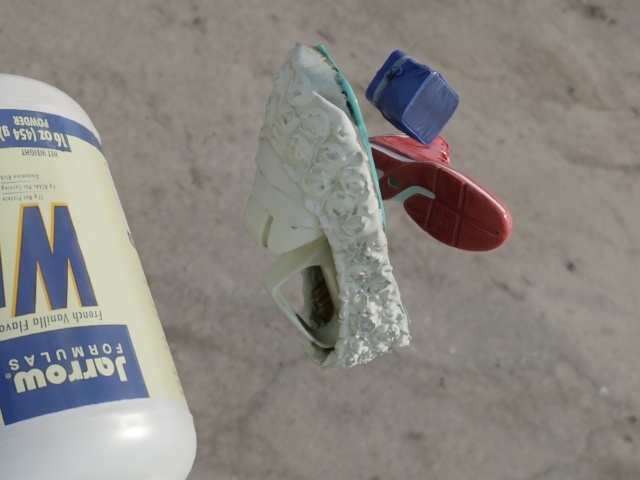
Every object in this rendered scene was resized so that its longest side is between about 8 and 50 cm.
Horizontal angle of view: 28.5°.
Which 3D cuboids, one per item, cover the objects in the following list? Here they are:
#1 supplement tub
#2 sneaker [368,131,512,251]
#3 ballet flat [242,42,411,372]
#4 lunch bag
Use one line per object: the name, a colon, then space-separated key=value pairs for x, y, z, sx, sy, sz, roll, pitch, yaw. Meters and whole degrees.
supplement tub: x=-0.218 y=0.083 z=0.818 sx=0.235 sy=0.235 sz=0.325 roll=-2 pitch=65 yaw=-47
sneaker: x=0.135 y=-0.071 z=1.364 sx=0.221 sy=0.087 sz=0.128 roll=31 pitch=38 yaw=28
ballet flat: x=0.000 y=0.000 z=1.218 sx=0.409 sy=0.147 sz=0.147 roll=72 pitch=4 yaw=-47
lunch bag: x=0.091 y=-0.151 z=1.307 sx=0.065 sy=0.067 sz=0.098 roll=36 pitch=-1 yaw=32
